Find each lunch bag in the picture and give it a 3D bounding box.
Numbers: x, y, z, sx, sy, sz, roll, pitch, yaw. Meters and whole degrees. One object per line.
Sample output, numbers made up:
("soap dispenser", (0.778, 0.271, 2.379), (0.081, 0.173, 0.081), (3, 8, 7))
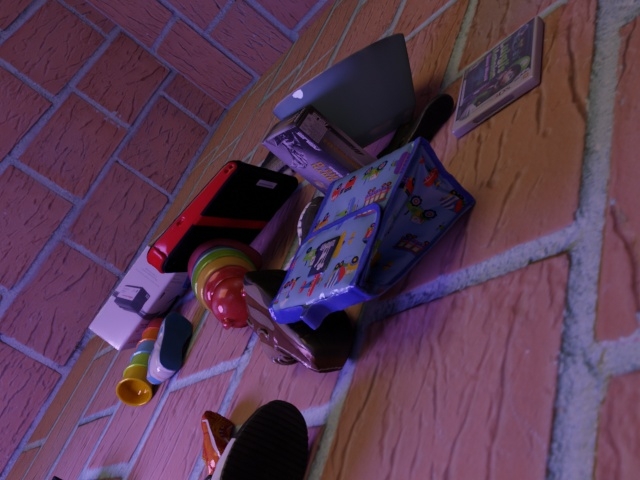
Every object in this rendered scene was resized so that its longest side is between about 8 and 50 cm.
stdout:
("lunch bag", (0.055, 0.018, 0.930), (0.221, 0.138, 0.293), (-22, 26, 51))

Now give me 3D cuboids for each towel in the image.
("towel", (-0.098, -0.286, 2.009), (0.324, 0.056, 0.312), (-32, 26, 51))

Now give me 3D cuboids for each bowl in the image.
("bowl", (0.073, -0.275, 1.326), (0.312, 0.163, 0.311), (-29, 4, 2))

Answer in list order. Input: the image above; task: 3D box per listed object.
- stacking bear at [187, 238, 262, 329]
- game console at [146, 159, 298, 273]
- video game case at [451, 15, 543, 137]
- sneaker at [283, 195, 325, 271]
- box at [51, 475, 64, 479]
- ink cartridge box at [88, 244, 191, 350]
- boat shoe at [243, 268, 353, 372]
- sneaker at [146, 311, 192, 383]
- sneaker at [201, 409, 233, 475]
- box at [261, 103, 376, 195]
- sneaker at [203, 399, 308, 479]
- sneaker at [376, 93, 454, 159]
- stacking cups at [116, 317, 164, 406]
("stacking bear", (-0.203, 0.106, 1.435), (0.175, 0.164, 0.289), (-53, 24, 2))
("game console", (-0.239, -0.054, 1.618), (0.342, 0.060, 0.386), (-50, -15, 13))
("video game case", (0.308, -0.285, 1.110), (0.173, 0.022, 0.190), (-33, 28, 44))
("sneaker", (0.000, 0.000, 1.261), (0.106, 0.078, 0.234), (-27, 36, 46))
("box", (-0.603, 0.655, 1.480), (0.207, 0.108, 0.153), (-15, 43, 61))
("ink cartridge box", (-0.540, 0.178, 1.986), (0.307, 0.129, 0.223), (-54, -7, -1))
("boat shoe", (-0.045, 0.149, 1.081), (0.324, 0.123, 0.119), (-143, 57, -62))
("sneaker", (-0.408, 0.280, 1.698), (0.092, 0.087, 0.228), (-46, 19, 26))
("sneaker", (-0.187, 0.353, 1.115), (0.067, 0.064, 0.175), (-62, 16, 7))
("box", (0.016, -0.153, 1.239), (0.056, 0.231, 0.183), (-58, 20, -16))
("sneaker", (-0.131, 0.369, 0.866), (0.146, 0.122, 0.330), (-20, 38, 54))
("sneaker", (0.181, -0.214, 1.233), (0.170, 0.051, 0.089), (-55, 24, 5))
("stacking cups", (-0.483, 0.332, 1.804), (0.096, 0.096, 0.316), (-47, 16, 19))
